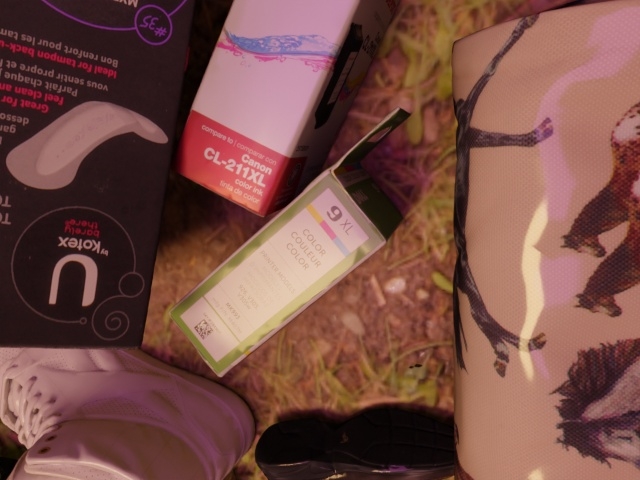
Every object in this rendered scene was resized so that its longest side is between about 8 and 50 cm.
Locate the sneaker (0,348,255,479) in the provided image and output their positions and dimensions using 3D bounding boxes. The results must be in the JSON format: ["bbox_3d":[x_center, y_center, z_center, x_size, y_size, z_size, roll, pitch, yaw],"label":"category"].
[{"bbox_3d":[-0.217,0.146,0.465,0.292,0.169,0.108,14,104,13],"label":"sneaker"}]

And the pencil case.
[{"bbox_3d":[0.174,0.051,0.352,0.183,0.160,0.411,-2,99,5],"label":"pencil case"}]

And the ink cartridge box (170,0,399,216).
[{"bbox_3d":[-0.016,-0.116,0.389,0.072,0.127,0.175,28,105,7],"label":"ink cartridge box"}]

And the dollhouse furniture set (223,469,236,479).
[{"bbox_3d":[-0.045,0.260,0.491,0.081,0.091,0.115,-14,92,1],"label":"dollhouse furniture set"}]

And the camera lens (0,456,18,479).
[{"bbox_3d":[-0.333,0.352,0.501,0.219,0.219,0.275,-11,96,16],"label":"camera lens"}]

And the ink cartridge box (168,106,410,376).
[{"bbox_3d":[0.000,0.000,0.415,0.209,0.109,0.062,-41,88,16],"label":"ink cartridge box"}]

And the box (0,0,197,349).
[{"bbox_3d":[-0.186,-0.083,0.354,0.143,0.165,0.271,12,93,58],"label":"box"}]

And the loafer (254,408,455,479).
[{"bbox_3d":[0.034,0.180,0.468,0.169,0.062,0.061,-6,119,19],"label":"loafer"}]
